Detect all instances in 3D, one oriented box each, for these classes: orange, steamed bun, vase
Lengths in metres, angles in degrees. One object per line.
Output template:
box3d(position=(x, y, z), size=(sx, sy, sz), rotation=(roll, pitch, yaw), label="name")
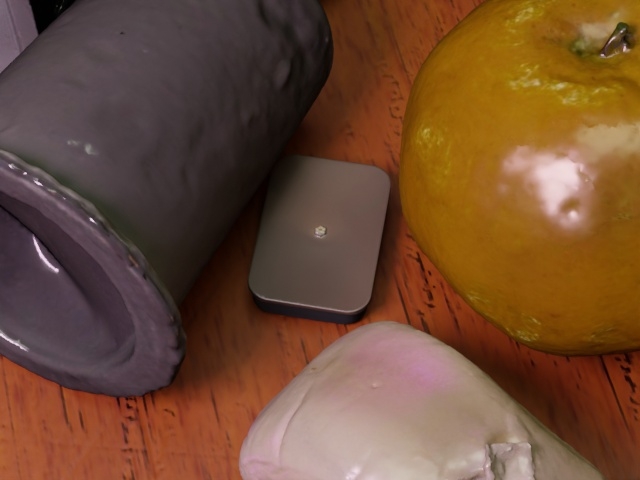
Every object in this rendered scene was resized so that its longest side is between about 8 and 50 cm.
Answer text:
box3d(position=(0.188, -0.051, 1.064), size=(0.279, 0.235, 0.279), rotation=(-5, 46, 5), label="orange")
box3d(position=(0.069, 0.151, 0.984), size=(0.239, 0.152, 0.170), rotation=(38, 65, 17), label="steamed bun")
box3d(position=(-0.126, -0.074, 1.079), size=(0.245, 0.245, 0.291), rotation=(26, 58, 14), label="vase")

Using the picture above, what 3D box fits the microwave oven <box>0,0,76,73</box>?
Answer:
box3d(position=(-0.275, -0.281, 1.222), size=(0.237, 0.181, 0.295), rotation=(8, 59, 8), label="microwave oven")

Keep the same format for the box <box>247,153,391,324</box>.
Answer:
box3d(position=(0.000, 0.000, 1.144), size=(0.091, 0.031, 0.126), rotation=(8, 60, 4), label="box")
